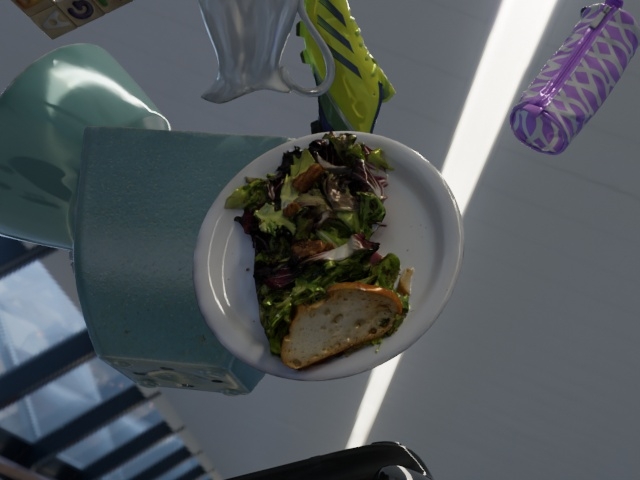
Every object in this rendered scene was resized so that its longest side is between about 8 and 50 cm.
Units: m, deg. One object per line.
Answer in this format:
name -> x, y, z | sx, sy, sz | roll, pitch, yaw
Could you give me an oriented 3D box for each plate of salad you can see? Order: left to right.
plate of salad -> 0.000, 0.000, 0.566 | 0.199, 0.200, 0.048 | 15, -22, 23

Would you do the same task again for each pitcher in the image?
pitcher -> -0.064, -0.278, 0.995 | 0.177, 0.207, 0.125 | -6, 16, -22

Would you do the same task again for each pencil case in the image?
pencil case -> 0.310, -0.199, 0.969 | 0.086, 0.206, 0.088 | 28, -19, 23

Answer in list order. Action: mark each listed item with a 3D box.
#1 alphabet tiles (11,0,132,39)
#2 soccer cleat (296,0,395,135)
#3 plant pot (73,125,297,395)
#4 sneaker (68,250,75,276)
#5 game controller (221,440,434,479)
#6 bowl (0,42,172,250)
alphabet tiles -> -0.282, -0.323, 0.828 | 0.198, 0.009, 0.237 | -18, -35, 20
soccer cleat -> 0.039, -0.231, 1.086 | 0.121, 0.093, 0.289 | -3, -66, 15
plant pot -> -0.143, 0.041, 0.937 | 0.247, 0.253, 0.248 | 3, -21, 7
sneaker -> -0.406, -0.045, 1.624 | 0.124, 0.321, 0.180 | -4, -9, 23
game controller -> -0.075, 0.202, 0.523 | 0.319, 0.067, 0.166 | -15, 1, 0
bowl -> -0.323, -0.105, 1.151 | 0.163, 0.312, 0.312 | 29, -22, 13
